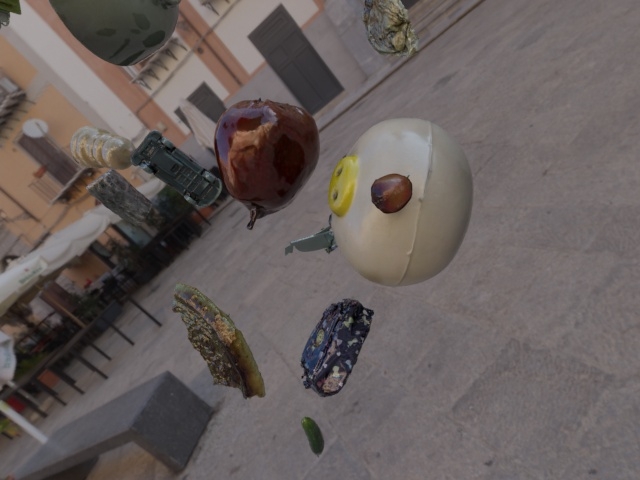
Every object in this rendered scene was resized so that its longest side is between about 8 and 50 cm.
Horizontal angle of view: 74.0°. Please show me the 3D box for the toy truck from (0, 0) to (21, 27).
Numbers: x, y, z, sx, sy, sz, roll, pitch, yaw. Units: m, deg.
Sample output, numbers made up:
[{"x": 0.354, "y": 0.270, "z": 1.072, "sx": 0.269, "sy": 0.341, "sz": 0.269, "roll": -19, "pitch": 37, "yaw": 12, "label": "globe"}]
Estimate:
[{"x": -0.856, "y": -0.577, "z": 0.996, "sx": 0.129, "sy": 0.135, "sz": 0.260, "roll": -4, "pitch": 3, "yaw": 24, "label": "toy truck"}]

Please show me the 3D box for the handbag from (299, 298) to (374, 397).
[{"x": 0.033, "y": 0.266, "z": 1.086, "sx": 0.260, "sy": 0.113, "sz": 0.162, "roll": -64, "pitch": 9, "yaw": -14, "label": "handbag"}]

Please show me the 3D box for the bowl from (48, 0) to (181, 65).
[{"x": -0.347, "y": -0.481, "z": 0.770, "sx": 0.147, "sy": 0.289, "sz": 0.289, "roll": -6, "pitch": 32, "yaw": 18, "label": "bowl"}]

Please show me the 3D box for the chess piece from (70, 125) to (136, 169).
[{"x": -0.693, "y": -0.291, "z": 1.385, "sx": 0.261, "sy": 0.142, "sz": 0.142, "roll": 18, "pitch": 57, "yaw": 36, "label": "chess piece"}]

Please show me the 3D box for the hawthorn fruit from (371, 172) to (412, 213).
[{"x": 0.128, "y": -0.084, "z": 0.758, "sx": 0.077, "sy": 0.077, "sz": 0.077, "roll": -37, "pitch": 19, "yaw": 15, "label": "hawthorn fruit"}]

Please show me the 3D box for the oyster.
[{"x": 0.130, "y": -0.426, "z": 0.812, "sx": 0.064, "sy": 0.177, "sz": 0.125, "roll": -18, "pitch": 8, "yaw": -9, "label": "oyster"}]

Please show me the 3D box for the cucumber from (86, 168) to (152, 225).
[{"x": -0.360, "y": -0.076, "z": 0.772, "sx": 0.064, "sy": 0.112, "sz": 0.064, "roll": -33, "pitch": 28, "yaw": 20, "label": "cucumber"}]

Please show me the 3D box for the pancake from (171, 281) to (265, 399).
[{"x": -0.338, "y": 0.315, "z": 1.318, "sx": 0.305, "sy": 0.426, "sz": 0.067, "roll": -24, "pitch": 6, "yaw": 44, "label": "pancake"}]

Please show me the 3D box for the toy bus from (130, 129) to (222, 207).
[{"x": -0.430, "y": -0.215, "z": 1.292, "sx": 0.121, "sy": 0.265, "sz": 0.120, "roll": -51, "pitch": 30, "yaw": 2, "label": "toy bus"}]

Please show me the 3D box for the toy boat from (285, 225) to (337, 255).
[{"x": 0.000, "y": 0.000, "z": 1.532, "sx": 0.291, "sy": 0.067, "sz": 0.220, "roll": -22, "pitch": -25, "yaw": -32, "label": "toy boat"}]

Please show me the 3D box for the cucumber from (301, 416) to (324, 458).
[{"x": -0.015, "y": 0.443, "z": 0.964, "sx": 0.039, "sy": 0.167, "sz": 0.039, "roll": -10, "pitch": 36, "yaw": 7, "label": "cucumber"}]

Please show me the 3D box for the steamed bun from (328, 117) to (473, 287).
[{"x": 0.179, "y": -0.082, "z": 0.953, "sx": 0.334, "sy": 0.334, "sz": 0.373, "roll": 5, "pitch": 81, "yaw": 66, "label": "steamed bun"}]

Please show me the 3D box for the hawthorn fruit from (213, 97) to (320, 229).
[{"x": -0.143, "y": -0.233, "z": 1.176, "sx": 0.309, "sy": 0.324, "sz": 0.308, "roll": -15, "pitch": 26, "yaw": 8, "label": "hawthorn fruit"}]
